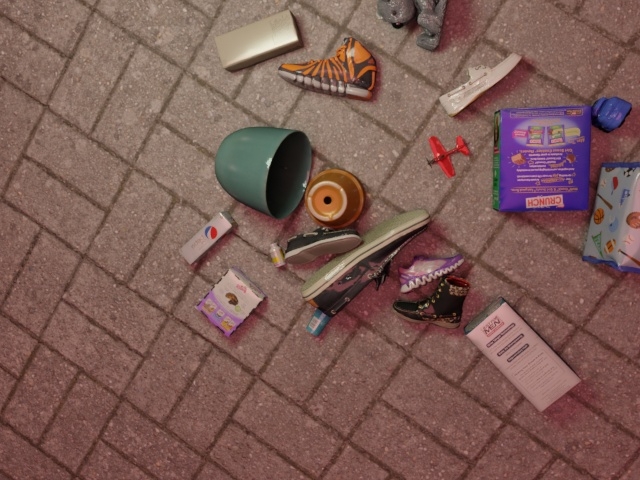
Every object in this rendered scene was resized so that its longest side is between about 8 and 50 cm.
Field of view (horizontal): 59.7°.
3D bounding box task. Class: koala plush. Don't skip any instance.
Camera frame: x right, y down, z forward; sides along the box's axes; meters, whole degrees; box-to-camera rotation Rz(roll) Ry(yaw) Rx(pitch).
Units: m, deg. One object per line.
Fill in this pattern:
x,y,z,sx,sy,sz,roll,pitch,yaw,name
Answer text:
0.279,-0.725,1.730,0.221,0.196,0.203,11,87,9,koala plush

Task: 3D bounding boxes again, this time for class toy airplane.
0.421,-0.284,1.830,0.151,0.028,0.151,1,99,9,toy airplane

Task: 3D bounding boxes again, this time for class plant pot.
-0.201,-0.239,1.825,0.235,0.293,0.293,17,100,21,plant pot
0.038,-0.133,1.835,0.205,0.188,0.205,1,97,10,plant pot

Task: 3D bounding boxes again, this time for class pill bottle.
-0.154,0.050,1.967,0.043,0.043,0.083,-18,93,12,pill bottle

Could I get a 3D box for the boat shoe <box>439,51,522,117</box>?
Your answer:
0.498,-0.508,1.752,0.277,0.098,0.096,-38,90,14,boat shoe

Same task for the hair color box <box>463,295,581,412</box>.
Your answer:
0.656,0.369,1.830,0.174,0.105,0.347,-44,88,12,hair color box

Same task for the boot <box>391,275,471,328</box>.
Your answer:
0.367,0.190,1.842,0.236,0.085,0.178,12,122,2,boot

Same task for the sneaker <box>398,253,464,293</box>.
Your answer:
0.360,0.089,1.861,0.236,0.095,0.104,-25,74,9,sneaker

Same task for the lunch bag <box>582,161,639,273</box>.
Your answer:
1.036,-0.051,1.652,0.386,0.239,0.327,9,98,-7,lunch bag

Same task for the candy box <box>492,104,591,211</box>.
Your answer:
0.684,-0.250,1.740,0.268,0.122,0.317,0,96,9,candy box

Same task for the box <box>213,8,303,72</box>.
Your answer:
-0.204,-0.661,1.861,0.275,0.094,0.113,-15,94,12,box

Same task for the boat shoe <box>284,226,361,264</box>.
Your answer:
0.000,0.000,1.861,0.303,0.114,0.091,-15,60,30,boat shoe

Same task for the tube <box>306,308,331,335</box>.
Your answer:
0.025,0.237,1.958,0.080,0.052,0.207,32,94,-1,tube

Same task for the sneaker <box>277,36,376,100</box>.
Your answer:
0.029,-0.578,1.829,0.321,0.124,0.180,12,95,-2,sneaker

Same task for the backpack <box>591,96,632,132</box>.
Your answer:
0.873,-0.383,1.689,0.101,0.120,0.098,26,101,6,backpack

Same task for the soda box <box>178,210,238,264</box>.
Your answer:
-0.399,-0.011,1.987,0.216,0.074,0.069,-42,88,12,soda box

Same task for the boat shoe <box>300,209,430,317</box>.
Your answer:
0.165,0.076,1.845,0.500,0.187,0.156,-38,100,10,boat shoe

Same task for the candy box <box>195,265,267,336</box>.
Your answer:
-0.319,0.219,2.004,0.165,0.070,0.196,44,103,3,candy box
